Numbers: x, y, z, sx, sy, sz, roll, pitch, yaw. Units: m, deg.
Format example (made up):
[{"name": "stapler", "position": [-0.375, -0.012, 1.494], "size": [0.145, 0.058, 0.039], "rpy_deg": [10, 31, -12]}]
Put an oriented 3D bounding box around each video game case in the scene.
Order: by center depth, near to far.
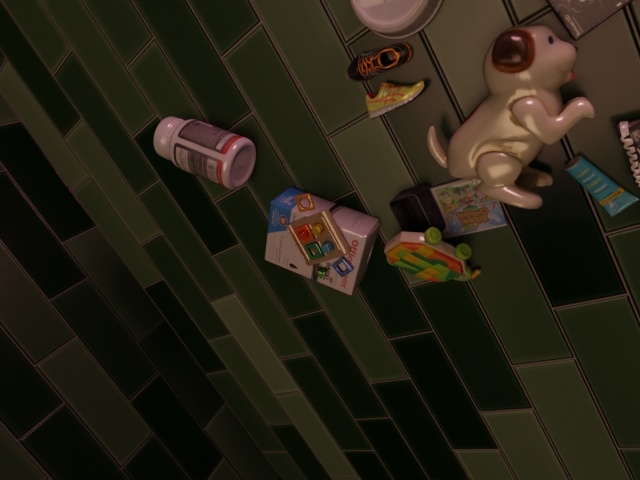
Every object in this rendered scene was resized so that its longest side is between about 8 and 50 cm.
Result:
[{"name": "video game case", "position": [0.489, -0.113, 1.365], "size": [0.213, 0.023, 0.193], "rpy_deg": [-15, 109, 33]}]

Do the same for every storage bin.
[{"name": "storage bin", "position": [0.336, -0.088, 1.406], "size": [0.122, 0.084, 0.180], "rpy_deg": [-13, 110, 49]}]

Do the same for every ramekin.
[{"name": "ramekin", "position": [0.201, -0.703, 1.117], "size": [0.273, 0.127, 0.272], "rpy_deg": [13, 121, 22]}]

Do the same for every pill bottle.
[{"name": "pill bottle", "position": [-0.459, -0.356, 1.610], "size": [0.363, 0.210, 0.210], "rpy_deg": [23, 125, 15]}]

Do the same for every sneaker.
[{"name": "sneaker", "position": [0.865, -0.220, 1.057], "size": [0.106, 0.078, 0.234], "rpy_deg": [-16, 115, 46]}, {"name": "sneaker", "position": [0.167, -0.549, 1.251], "size": [0.215, 0.083, 0.084], "rpy_deg": [-12, 112, 34]}, {"name": "sneaker", "position": [0.227, -0.460, 1.272], "size": [0.209, 0.081, 0.094], "rpy_deg": [-15, 106, 34]}]

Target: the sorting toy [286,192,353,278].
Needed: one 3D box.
[{"name": "sorting toy", "position": [-0.017, -0.002, 1.469], "size": [0.196, 0.047, 0.347], "rpy_deg": [-21, 104, 34]}]

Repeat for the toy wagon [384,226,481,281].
[{"name": "toy wagon", "position": [0.400, 0.072, 1.411], "size": [0.345, 0.068, 0.267], "rpy_deg": [26, 154, -11]}]

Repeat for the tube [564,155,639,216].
[{"name": "tube", "position": [0.800, -0.158, 1.166], "size": [0.207, 0.052, 0.080], "rpy_deg": [39, 135, -4]}]

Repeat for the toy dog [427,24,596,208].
[{"name": "toy dog", "position": [0.518, -0.353, 1.093], "size": [0.396, 0.285, 0.407], "rpy_deg": [29, 127, 33]}]

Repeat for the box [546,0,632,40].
[{"name": "box", "position": [0.643, -0.596, 0.968], "size": [0.158, 0.093, 0.156], "rpy_deg": [-35, 98, 38]}]

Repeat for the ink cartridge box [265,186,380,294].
[{"name": "ink cartridge box", "position": [0.000, 0.000, 1.596], "size": [0.396, 0.166, 0.285], "rpy_deg": [21, 124, 16]}]
